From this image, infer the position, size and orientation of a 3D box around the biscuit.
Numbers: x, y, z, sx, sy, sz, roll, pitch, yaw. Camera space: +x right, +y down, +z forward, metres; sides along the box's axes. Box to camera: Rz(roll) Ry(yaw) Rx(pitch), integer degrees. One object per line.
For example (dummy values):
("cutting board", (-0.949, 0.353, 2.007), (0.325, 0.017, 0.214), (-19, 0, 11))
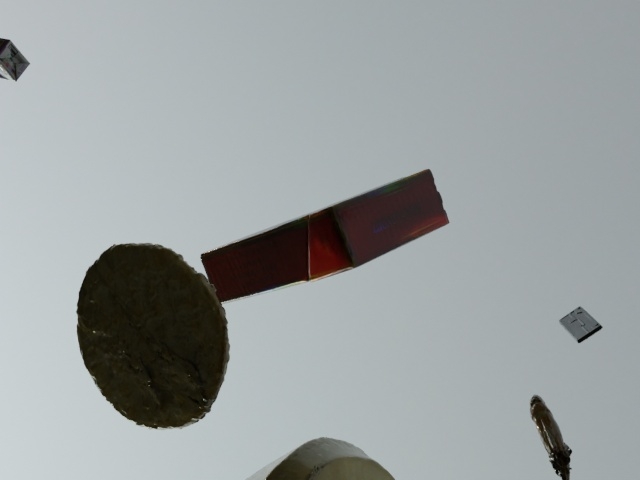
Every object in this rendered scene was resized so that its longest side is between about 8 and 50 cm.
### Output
("biscuit", (-0.190, 0.107, 0.890), (0.219, 0.033, 0.220), (5, -78, 26))

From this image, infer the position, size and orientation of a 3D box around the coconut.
("coconut", (-0.014, 0.461, 1.183), (0.323, 0.322, 0.323), (-16, -112, 46))

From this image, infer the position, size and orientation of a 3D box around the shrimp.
("shrimp", (0.405, 0.342, 1.395), (0.043, 0.091, 0.184), (-28, -154, 14))

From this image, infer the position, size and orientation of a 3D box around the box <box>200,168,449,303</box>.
("box", (-0.001, 0.000, 1.128), (0.313, 0.197, 0.089), (-19, -88, 50))

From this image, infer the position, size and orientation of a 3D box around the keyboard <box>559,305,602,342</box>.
("keyboard", (0.466, 0.151, 1.443), (0.053, 0.155, 0.010), (-36, -86, 9))

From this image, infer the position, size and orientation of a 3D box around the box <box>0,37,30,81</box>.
("box", (-0.459, -0.253, 1.102), (0.117, 0.051, 0.036), (14, -116, 30))
